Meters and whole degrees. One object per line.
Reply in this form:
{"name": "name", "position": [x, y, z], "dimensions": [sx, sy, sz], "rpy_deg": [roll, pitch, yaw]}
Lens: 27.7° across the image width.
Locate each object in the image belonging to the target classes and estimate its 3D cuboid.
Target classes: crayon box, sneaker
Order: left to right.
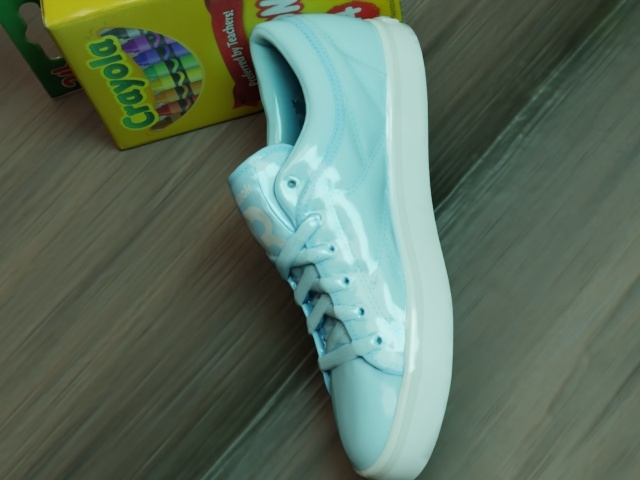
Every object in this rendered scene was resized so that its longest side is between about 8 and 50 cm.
{"name": "crayon box", "position": [-0.094, -0.178, 1.051], "dimensions": [0.318, 0.202, 0.081], "rpy_deg": [-16, 65, 3]}
{"name": "sneaker", "position": [0.000, 0.000, 0.963], "dimensions": [0.150, 0.135, 0.366], "rpy_deg": [4, 66, -21]}
